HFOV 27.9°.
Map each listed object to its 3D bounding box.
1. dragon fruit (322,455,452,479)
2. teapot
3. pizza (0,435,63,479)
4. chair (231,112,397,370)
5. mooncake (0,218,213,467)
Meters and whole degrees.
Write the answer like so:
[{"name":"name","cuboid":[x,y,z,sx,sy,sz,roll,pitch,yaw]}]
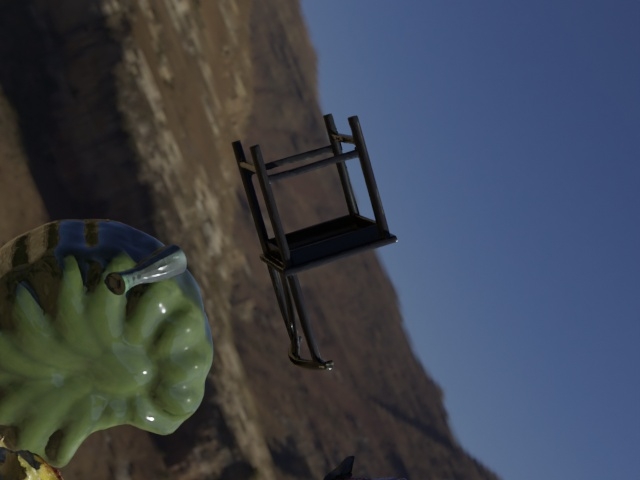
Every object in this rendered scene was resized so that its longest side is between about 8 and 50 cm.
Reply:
[{"name":"dragon fruit","cuboid":[0.048,0.295,0.947,0.244,0.299,0.244,21,-55,34]},{"name":"teapot","cuboid":[-0.222,0.040,1.635,0.042,0.110,0.043,18,-61,36]},{"name":"pizza","cuboid":[-0.285,0.311,1.380,0.323,0.089,0.223,45,-14,23]},{"name":"chair","cuboid":[0.000,0.000,1.459,0.154,0.141,0.260,-151,-135,-76]},{"name":"mooncake","cuboid":[-0.327,0.140,1.808,0.187,0.351,0.351,-111,180,-68]}]
